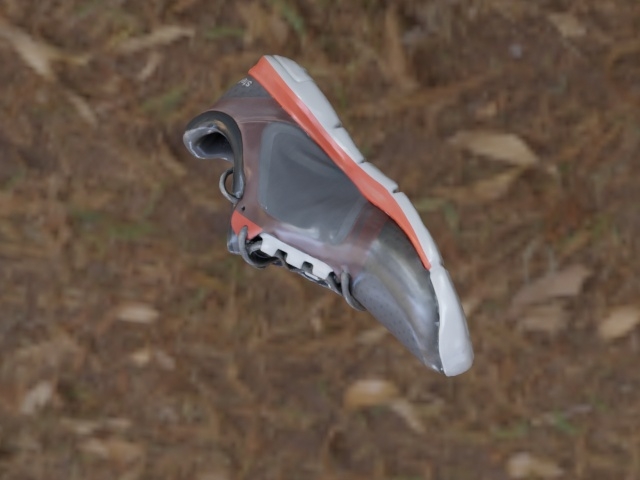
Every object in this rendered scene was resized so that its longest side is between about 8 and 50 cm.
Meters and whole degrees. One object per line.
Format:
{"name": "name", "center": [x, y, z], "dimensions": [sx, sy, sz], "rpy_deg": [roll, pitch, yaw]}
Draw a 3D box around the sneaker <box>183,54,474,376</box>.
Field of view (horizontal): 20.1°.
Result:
{"name": "sneaker", "center": [0.000, 0.000, 0.689], "dimensions": [0.065, 0.158, 0.061], "rpy_deg": [-32, 148, -8]}
